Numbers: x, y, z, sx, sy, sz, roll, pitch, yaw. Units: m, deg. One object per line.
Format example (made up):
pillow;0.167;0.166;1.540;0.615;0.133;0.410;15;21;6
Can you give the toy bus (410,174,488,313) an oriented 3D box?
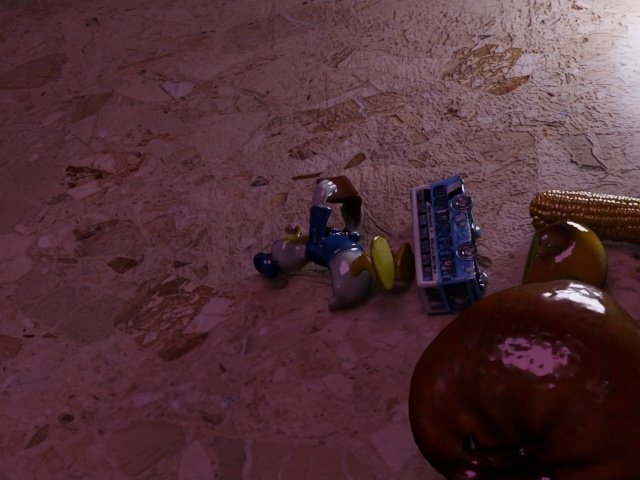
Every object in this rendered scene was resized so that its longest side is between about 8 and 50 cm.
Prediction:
toy bus;0.251;0.006;1.833;0.131;0.106;0.297;-11;43;14

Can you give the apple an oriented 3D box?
apple;0.438;0.042;1.690;0.163;0.147;0.146;-11;43;13

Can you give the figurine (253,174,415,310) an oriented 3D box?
figurine;0.000;0.000;1.880;0.338;0.204;0.284;-13;68;27

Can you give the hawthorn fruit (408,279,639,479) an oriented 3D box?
hawthorn fruit;0.352;0.236;1.392;0.402;0.403;0.403;-11;44;11

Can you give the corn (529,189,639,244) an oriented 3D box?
corn;0.543;-0.040;1.774;0.291;0.101;0.101;10;51;24

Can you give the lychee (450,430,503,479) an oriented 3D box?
lychee;0.183;0.486;1.138;0.424;0.424;0.500;-3;74;19
